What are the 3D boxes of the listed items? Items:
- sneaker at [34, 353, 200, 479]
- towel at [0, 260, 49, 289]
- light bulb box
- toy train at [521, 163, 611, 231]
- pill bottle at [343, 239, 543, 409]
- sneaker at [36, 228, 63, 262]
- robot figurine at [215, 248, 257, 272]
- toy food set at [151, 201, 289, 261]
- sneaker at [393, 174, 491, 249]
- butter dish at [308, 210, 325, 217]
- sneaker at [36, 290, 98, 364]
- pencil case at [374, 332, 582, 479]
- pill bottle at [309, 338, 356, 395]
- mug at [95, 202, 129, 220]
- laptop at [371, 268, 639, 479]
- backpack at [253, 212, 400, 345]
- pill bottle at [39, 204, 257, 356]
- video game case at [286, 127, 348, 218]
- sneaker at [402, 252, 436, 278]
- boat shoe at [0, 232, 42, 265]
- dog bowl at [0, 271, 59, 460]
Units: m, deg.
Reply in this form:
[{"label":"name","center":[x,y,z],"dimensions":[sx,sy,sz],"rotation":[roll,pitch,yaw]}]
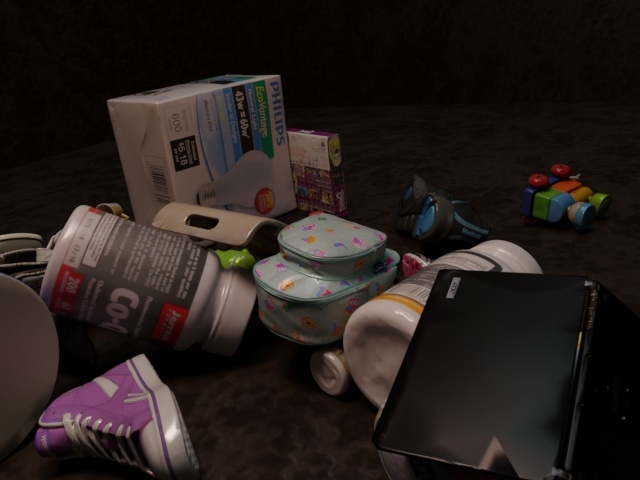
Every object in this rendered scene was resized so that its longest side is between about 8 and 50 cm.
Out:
[{"label":"sneaker","center":[-0.243,0.233,0.724],"dimensions":[0.161,0.102,0.282],"rotation":[-21,13,-24]},{"label":"towel","center":[-0.427,0.059,1.191],"dimensions":[0.311,0.056,0.324],"rotation":[-7,-2,-8]},{"label":"light bulb box","center":[-0.273,-0.202,1.518],"dimensions":[0.225,0.358,0.361],"rotation":[15,31,42]},{"label":"toy train","center":[0.555,-0.097,1.324],"dimensions":[0.248,0.105,0.143],"rotation":[-22,35,-35]},{"label":"pill bottle","center":[0.174,0.105,0.814],"dimensions":[0.162,0.162,0.278],"rotation":[12,27,43]},{"label":"sneaker","center":[-0.574,0.013,1.424],"dimensions":[0.080,0.094,0.212],"rotation":[-4,20,13]},{"label":"robot figurine","center":[-0.173,0.052,1.213],"dimensions":[0.115,0.067,0.101],"rotation":[8,13,36]},{"label":"toy food set","center":[-0.098,0.029,1.034],"dimensions":[0.219,0.093,0.306],"rotation":[11,-11,40]},{"label":"sneaker","center":[0.247,-0.048,1.316],"dimensions":[0.139,0.125,0.341],"rotation":[19,15,-9]},{"label":"butter dish","center":[0.000,0.000,1.220],"dimensions":[0.160,0.118,0.159],"rotation":[8,25,38]},{"label":"sneaker","center":[-0.469,0.170,0.982],"dimensions":[0.162,0.107,0.281],"rotation":[-30,20,-32]},{"label":"pencil case","center":[0.191,0.185,0.646],"dimensions":[0.273,0.124,0.113],"rotation":[-14,-18,-22]},{"label":"pill bottle","center":[0.049,0.157,0.850],"dimensions":[0.120,0.067,0.067],"rotation":[-25,26,-39]},{"label":"mug","center":[-0.581,-0.071,1.730],"dimensions":[0.062,0.078,0.064],"rotation":[-36,3,17]},{"label":"laptop","center":[0.221,0.161,0.590],"dimensions":[0.136,0.264,0.234],"rotation":[-40,14,48]},{"label":"backpack","center":[0.003,0.053,0.857],"dimensions":[0.165,0.145,0.188],"rotation":[23,43,38]},{"label":"pill bottle","center":[-0.246,0.069,0.921],"dimensions":[0.283,0.161,0.161],"rotation":[20,16,-13]},{"label":"video game case","center":[-0.025,-0.172,1.562],"dimensions":[0.041,0.210,0.232],"rotation":[-20,23,-32]},{"label":"sneaker","center":[0.214,0.060,1.064],"dimensions":[0.074,0.063,0.170],"rotation":[-21,29,-31]},{"label":"boat shoe","center":[-0.762,0.061,1.369],"dimensions":[0.304,0.091,0.109],"rotation":[-18,-20,-37]},{"label":"dog bowl","center":[-0.460,0.156,0.750],"dimensions":[0.104,0.265,0.265],"rotation":[8,25,30]}]
